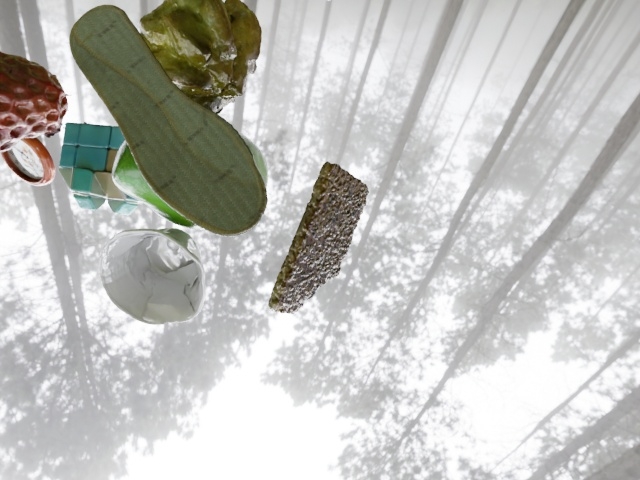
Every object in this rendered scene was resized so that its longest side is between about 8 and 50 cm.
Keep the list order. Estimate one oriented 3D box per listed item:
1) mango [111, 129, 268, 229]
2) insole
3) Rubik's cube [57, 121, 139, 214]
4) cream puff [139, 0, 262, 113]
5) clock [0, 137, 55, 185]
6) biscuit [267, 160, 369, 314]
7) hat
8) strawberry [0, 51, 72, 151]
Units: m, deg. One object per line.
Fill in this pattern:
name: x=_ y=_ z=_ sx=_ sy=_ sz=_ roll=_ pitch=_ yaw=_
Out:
mango: x=-0.237 y=-0.123 z=0.873 sx=0.201 sy=0.225 sz=0.382 roll=71 pitch=-161 yaw=5
insole: x=-0.184 y=-0.143 z=0.536 sx=0.119 sy=0.009 sz=0.348 roll=-39 pitch=-101 yaw=2
Rubik's cube: x=-0.565 y=-0.183 z=1.217 sx=0.265 sy=0.213 sz=0.224 roll=7 pitch=179 yaw=10
cream puff: x=-0.219 y=-0.338 z=0.849 sx=0.196 sy=0.244 sz=0.244 roll=14 pitch=-142 yaw=20
clock: x=-0.958 y=-0.273 z=1.516 sx=0.205 sy=0.205 sz=0.051 roll=23 pitch=-141 yaw=6
biscuit: x=0.005 y=0.007 z=0.713 sx=0.026 sy=0.237 sz=0.131 roll=20 pitch=178 yaw=37
hat: x=-0.298 y=0.047 z=0.878 sx=0.203 sy=0.203 sz=0.126 roll=14 pitch=-156 yaw=-5
strawberry: x=-0.546 y=-0.212 z=0.664 sx=0.280 sy=0.150 sz=0.253 roll=15 pitch=-120 yaw=-12
